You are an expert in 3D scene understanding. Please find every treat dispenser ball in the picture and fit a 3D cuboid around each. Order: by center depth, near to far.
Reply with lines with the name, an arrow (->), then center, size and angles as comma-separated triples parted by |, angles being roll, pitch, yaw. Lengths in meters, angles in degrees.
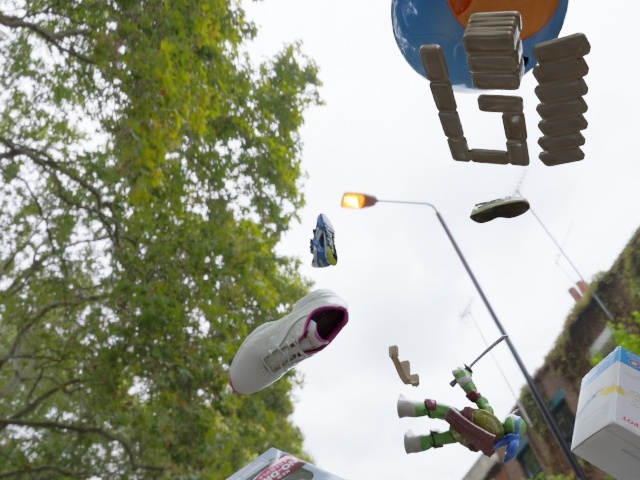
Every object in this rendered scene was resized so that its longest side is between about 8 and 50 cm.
treat dispenser ball -> 0.261, -0.395, 0.896 | 0.288, 0.288, 0.288 | -7, -47, -8

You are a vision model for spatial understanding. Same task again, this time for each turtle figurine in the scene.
turtle figurine -> 0.324, 0.392, 1.218 | 0.267, 0.274, 0.197 | -9, -51, 19

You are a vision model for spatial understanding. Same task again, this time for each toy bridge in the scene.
toy bridge -> 0.233, 0.360, 1.465 | 0.026, 0.063, 0.188 | -17, -47, 22

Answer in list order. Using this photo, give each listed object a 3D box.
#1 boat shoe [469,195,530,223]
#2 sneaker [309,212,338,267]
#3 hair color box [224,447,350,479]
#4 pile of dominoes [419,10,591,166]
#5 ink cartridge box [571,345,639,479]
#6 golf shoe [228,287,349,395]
boat shoe -> 0.413, -0.079, 1.232 | 0.056, 0.048, 0.153 | 33, -27, -22
sneaker -> 0.000, 0.000, 1.205 | 0.059, 0.144, 0.053 | -23, -41, 26
hair color box -> -0.035, 0.401, 0.453 | 0.185, 0.114, 0.374 | -21, -78, -41
pile of dominoes -> 0.250, -0.186, 0.705 | 0.196, 0.040, 0.251 | 11, -23, 30
ink cartridge box -> 0.716, 0.410, 1.240 | 0.171, 0.232, 0.168 | 29, -45, 10
golf shoe -> -0.065, 0.216, 1.130 | 0.306, 0.140, 0.115 | -41, -77, -12
